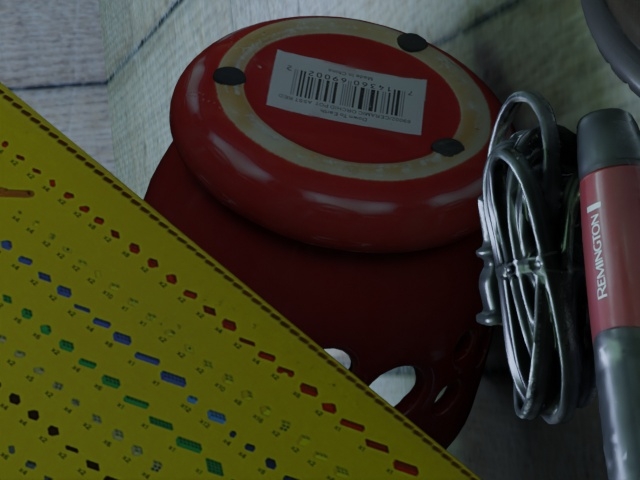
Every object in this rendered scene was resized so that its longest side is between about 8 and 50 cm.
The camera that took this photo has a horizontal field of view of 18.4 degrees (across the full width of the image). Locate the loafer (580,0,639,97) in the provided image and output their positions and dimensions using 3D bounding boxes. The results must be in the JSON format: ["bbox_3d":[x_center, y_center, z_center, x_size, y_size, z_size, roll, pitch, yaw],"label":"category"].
[{"bbox_3d":[0.148,-0.058,0.585,0.220,0.080,0.078,-117,35,-46],"label":"loafer"}]

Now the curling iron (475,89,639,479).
[{"bbox_3d":[0.073,0.092,0.394,0.068,0.035,0.274,101,161,-62],"label":"curling iron"}]

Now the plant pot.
[{"bbox_3d":[0.000,0.000,0.970,0.191,0.191,0.174,-109,24,-46],"label":"plant pot"}]

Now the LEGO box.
[{"bbox_3d":[-0.115,0.154,0.880,0.500,0.193,0.372,39,154,5],"label":"LEGO box"}]
